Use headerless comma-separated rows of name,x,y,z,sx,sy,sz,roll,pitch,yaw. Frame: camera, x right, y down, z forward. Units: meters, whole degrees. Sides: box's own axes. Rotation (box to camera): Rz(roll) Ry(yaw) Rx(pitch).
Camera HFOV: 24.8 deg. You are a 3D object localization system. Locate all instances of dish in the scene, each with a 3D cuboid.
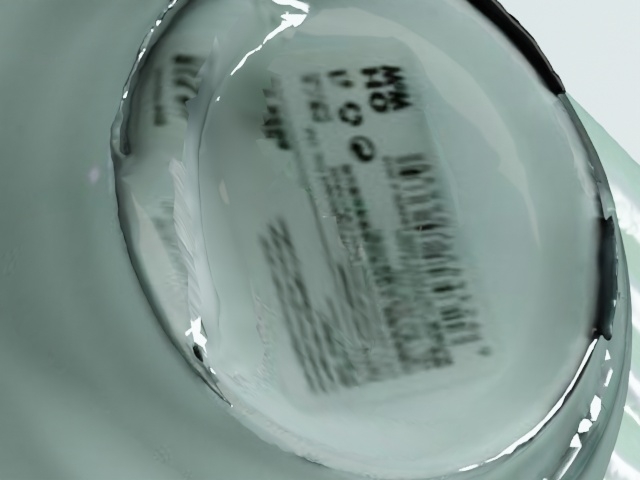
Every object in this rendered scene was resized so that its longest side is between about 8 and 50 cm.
dish,0.000,0.000,0.394,0.260,0.085,0.260,9,69,-25

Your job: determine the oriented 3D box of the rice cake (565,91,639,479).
rice cake,0.065,0.012,0.513,0.198,0.037,0.189,49,48,-8
